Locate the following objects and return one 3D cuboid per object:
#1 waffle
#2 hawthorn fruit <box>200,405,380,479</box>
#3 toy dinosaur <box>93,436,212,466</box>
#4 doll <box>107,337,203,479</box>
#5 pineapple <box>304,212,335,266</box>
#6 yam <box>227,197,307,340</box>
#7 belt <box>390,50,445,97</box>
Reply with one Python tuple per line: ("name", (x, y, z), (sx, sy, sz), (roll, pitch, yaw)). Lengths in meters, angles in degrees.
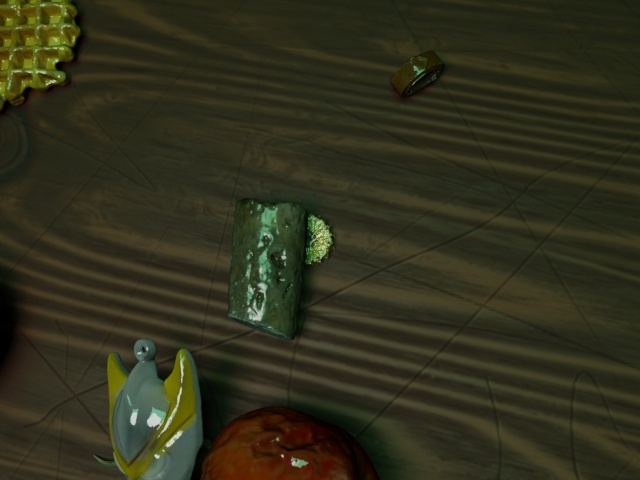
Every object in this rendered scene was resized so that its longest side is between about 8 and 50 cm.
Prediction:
("waffle", (-0.521, -0.320, 0.977), (0.230, 0.057, 0.218), (0, 78, 5))
("hawthorn fruit", (-0.007, 0.315, 0.683), (0.272, 0.242, 0.241), (-9, 76, 19))
("toy dinosaur", (-0.241, 0.319, 0.819), (0.181, 0.037, 0.058), (-6, 64, -1))
("doll", (-0.211, 0.284, 0.753), (0.103, 0.146, 0.315), (-12, 93, -32))
("pineapple", (0.000, 0.000, 0.871), (0.045, 0.019, 0.083), (0, 78, 12))
("yam", (-0.077, 0.043, 0.826), (0.108, 0.107, 0.193), (3, 79, 7))
("belt", (0.151, -0.256, 0.889), (0.083, 0.059, 0.036), (-33, 76, -3))
